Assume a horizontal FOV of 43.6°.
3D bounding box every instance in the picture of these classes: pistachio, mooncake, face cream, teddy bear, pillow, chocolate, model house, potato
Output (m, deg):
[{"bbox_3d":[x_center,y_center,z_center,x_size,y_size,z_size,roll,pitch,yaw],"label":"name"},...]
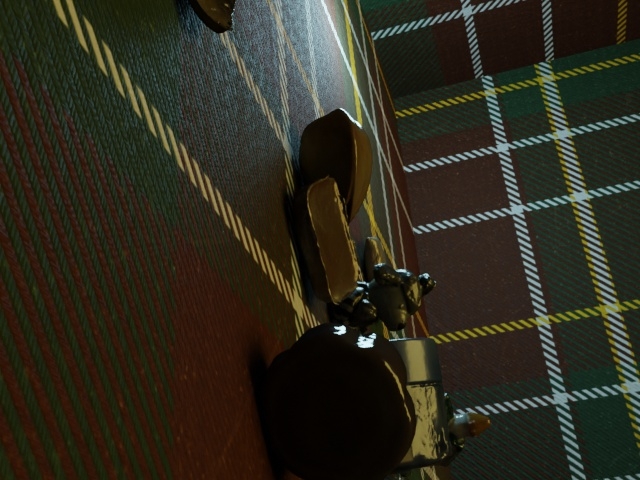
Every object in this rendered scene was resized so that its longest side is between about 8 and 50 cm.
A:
[{"bbox_3d":[0.039,-0.154,1.773,0.213,0.163,0.260,136,-54,-75],"label":"pistachio"},{"bbox_3d":[0.028,0.249,1.217,0.133,0.245,0.244,-53,130,-76],"label":"mooncake"},{"bbox_3d":[0.104,0.304,1.458,0.249,0.249,0.225,34,49,-73],"label":"face cream"},{"bbox_3d":[0.126,0.136,1.797,0.171,0.251,0.144,42,34,-46],"label":"teddy bear"},{"bbox_3d":[0.175,0.111,2.381,0.173,0.067,0.270,-52,130,-80],"label":"pillow"},{"bbox_3d":[0.000,0.001,1.662,0.161,0.083,0.261,-23,101,-60],"label":"chocolate"},{"bbox_3d":[0.295,0.467,2.082,0.190,0.301,0.271,-57,135,-63],"label":"model house"},{"bbox_3d":[-0.186,-0.436,1.292,0.120,0.100,0.261,26,58,-25],"label":"potato"}]

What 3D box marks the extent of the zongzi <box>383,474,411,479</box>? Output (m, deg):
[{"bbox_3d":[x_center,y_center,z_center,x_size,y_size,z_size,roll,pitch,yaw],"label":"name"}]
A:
[{"bbox_3d":[0.076,0.513,1.533,0.248,0.241,0.111,-30,148,-53],"label":"zongzi"}]
